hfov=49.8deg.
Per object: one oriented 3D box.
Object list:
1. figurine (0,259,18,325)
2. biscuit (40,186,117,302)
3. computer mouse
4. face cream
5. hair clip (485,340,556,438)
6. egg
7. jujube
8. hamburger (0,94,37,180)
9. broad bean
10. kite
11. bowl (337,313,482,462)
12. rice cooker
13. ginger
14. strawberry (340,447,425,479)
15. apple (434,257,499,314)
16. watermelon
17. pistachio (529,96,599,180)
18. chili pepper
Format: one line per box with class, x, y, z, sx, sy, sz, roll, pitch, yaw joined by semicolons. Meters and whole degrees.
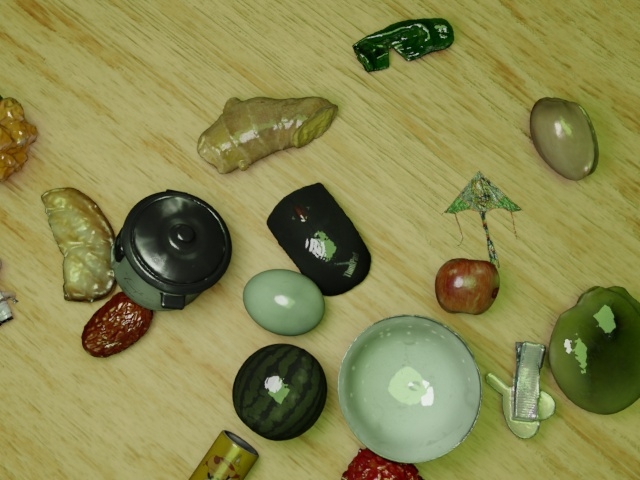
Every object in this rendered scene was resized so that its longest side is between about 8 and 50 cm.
figurine;-0.806;0.101;1.620;0.137;0.112;0.229;-30;91;-9
biscuit;-0.570;0.004;1.659;0.154;0.045;0.299;-17;80;-1
computer mouse;0.000;0.000;1.622;0.170;0.100;0.269;-36;82;-7
face cream;-0.276;0.595;1.527;0.105;0.105;0.348;34;83;6
hair clip;0.457;0.339;1.573;0.159;0.071;0.218;5;81;10
egg;-0.084;0.140;1.574;0.192;0.149;0.149;14;81;6
jujube;-0.472;0.198;1.600;0.176;0.109;0.112;-42;46;2
hamburger;-0.766;-0.238;1.616;0.149;0.237;0.237;20;82;0
broad bean;0.635;0.245;1.562;0.238;0.119;0.291;6;83;-6
kite;0.394;-0.051;1.669;0.198;0.006;0.244;-6;81;0
bowl;0.194;0.326;1.542;0.313;0.146;0.313;0;81;3
rice cooker;-0.332;0.025;1.529;0.241;0.227;0.280;11;63;-25
ginger;-0.126;-0.270;1.660;0.354;0.126;0.190;-12;70;-4
strawberry;0.155;0.542;1.483;0.236;0.111;0.190;32;60;27
apple;0.333;0.106;1.580;0.146;0.146;0.131;5;90;2
watermelon;-0.088;0.328;1.516;0.212;0.212;0.212;0;81;1
pistachio;0.577;-0.244;1.638;0.144;0.144;0.215;-23;87;-3
chili pepper;0.206;-0.494;1.710;0.253;0.083;0.099;-16;90;2
